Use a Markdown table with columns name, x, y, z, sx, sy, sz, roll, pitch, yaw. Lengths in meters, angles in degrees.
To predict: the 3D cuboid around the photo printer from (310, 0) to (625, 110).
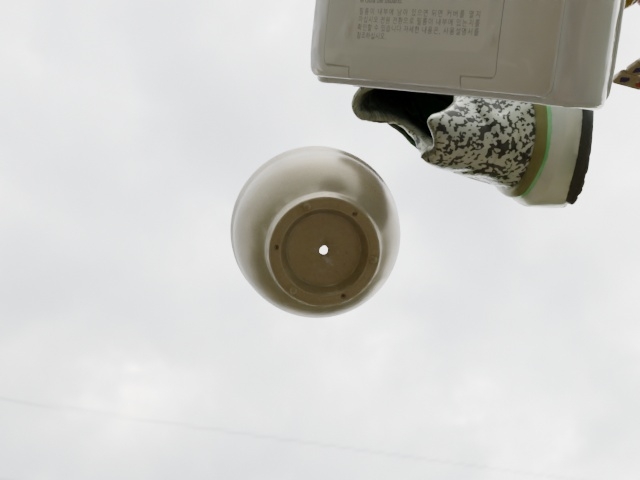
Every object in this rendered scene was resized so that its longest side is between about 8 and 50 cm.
| name | x | y | z | sx | sy | sz | roll | pitch | yaw |
| --- | --- | --- | --- | --- | --- | --- | --- | --- | --- |
| photo printer | 0.116 | -0.263 | 0.743 | 0.107 | 0.256 | 0.307 | -4 | -78 | -47 |

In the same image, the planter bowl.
| name | x | y | z | sx | sy | sz | roll | pitch | yaw |
| --- | --- | --- | --- | --- | --- | --- | --- | --- | --- |
| planter bowl | 0.000 | 0.000 | 0.878 | 0.162 | 0.109 | 0.162 | -1 | -79 | -5 |

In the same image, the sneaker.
| name | x | y | z | sx | sy | sz | roll | pitch | yaw |
| --- | --- | --- | --- | --- | --- | --- | --- | --- | --- |
| sneaker | 0.112 | -0.164 | 1.005 | 0.182 | 0.410 | 0.158 | 3 | -68 | -20 |

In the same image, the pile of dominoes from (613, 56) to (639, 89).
| name | x | y | z | sx | sy | sz | roll | pitch | yaw |
| --- | --- | --- | --- | --- | --- | --- | --- | --- | --- |
| pile of dominoes | 0.570 | -0.229 | 1.366 | 0.251 | 0.040 | 0.196 | 9 | -24 | -23 |

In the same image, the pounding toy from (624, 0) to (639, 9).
| name | x | y | z | sx | sy | sz | roll | pitch | yaw |
| --- | --- | --- | --- | --- | --- | --- | --- | --- | --- |
| pounding toy | 0.418 | -0.359 | 1.287 | 0.183 | 0.237 | 0.110 | -24 | -87 | -3 |
